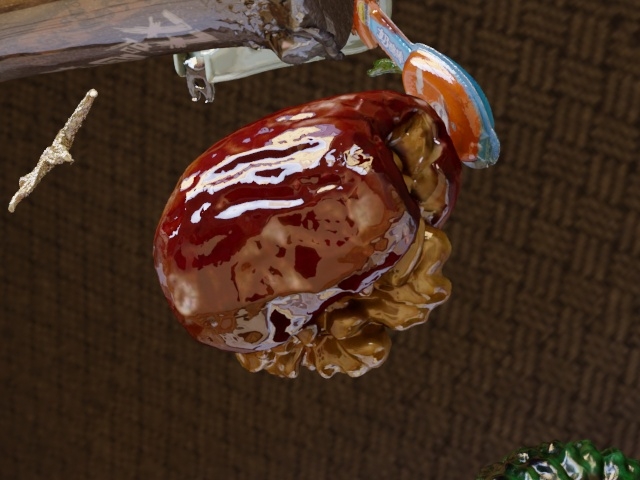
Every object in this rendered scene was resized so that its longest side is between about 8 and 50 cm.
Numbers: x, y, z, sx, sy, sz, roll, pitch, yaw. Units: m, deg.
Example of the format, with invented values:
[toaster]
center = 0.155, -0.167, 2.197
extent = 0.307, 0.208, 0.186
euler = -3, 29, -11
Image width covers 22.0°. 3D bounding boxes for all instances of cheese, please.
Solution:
[cheese]
center = 0.092, -0.155, 1.533
extent = 0.256, 0.037, 0.106
euler = 51, 155, 34

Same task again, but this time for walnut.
[walnut]
center = 0.000, 0.000, 1.469
extent = 0.269, 0.222, 0.243
euler = -28, 77, 29

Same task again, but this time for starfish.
[starfish]
center = -0.145, -0.055, 0.923
extent = 0.016, 0.086, 0.092
euler = 32, 122, -14

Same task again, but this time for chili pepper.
[chili pepper]
center = 0.097, -0.191, 1.837
extent = 0.091, 0.034, 0.030
euler = 12, 156, 22

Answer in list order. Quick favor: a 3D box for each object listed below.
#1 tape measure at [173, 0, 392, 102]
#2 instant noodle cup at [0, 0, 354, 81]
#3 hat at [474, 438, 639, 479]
[tape measure]
center = -0.044, -0.294, 1.828
extent = 0.125, 0.243, 0.246
euler = 22, 123, 56
[instant noodle cup]
center = -0.110, -0.156, 0.645
extent = 0.207, 0.217, 0.217
euler = -11, 111, 10
[hat]
center = 0.191, 0.336, 1.510
extent = 0.242, 0.274, 0.332
euler = 52, 163, 15
